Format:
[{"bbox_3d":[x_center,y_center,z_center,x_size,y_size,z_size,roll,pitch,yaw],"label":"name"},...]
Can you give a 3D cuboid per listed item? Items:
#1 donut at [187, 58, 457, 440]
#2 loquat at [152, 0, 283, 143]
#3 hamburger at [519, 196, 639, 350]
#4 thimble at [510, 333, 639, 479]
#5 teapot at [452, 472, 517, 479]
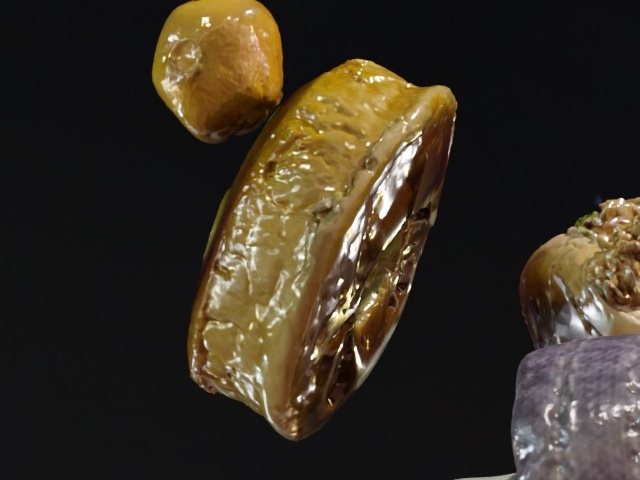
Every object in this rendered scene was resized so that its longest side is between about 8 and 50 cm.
[{"bbox_3d":[0.000,0.000,1.322,0.160,0.330,0.330,28,-46,20],"label":"donut"},{"bbox_3d":[-0.085,-0.150,1.324,0.113,0.137,0.137,-13,-47,17],"label":"loquat"},{"bbox_3d":[0.260,0.088,1.195,0.146,0.243,0.286,-28,-28,-12],"label":"hamburger"},{"bbox_3d":[0.167,0.123,0.825,0.097,0.150,0.150,-9,-46,23],"label":"thimble"},{"bbox_3d":[0.208,0.247,1.383,0.251,0.183,0.183,-46,-56,8],"label":"teapot"}]
